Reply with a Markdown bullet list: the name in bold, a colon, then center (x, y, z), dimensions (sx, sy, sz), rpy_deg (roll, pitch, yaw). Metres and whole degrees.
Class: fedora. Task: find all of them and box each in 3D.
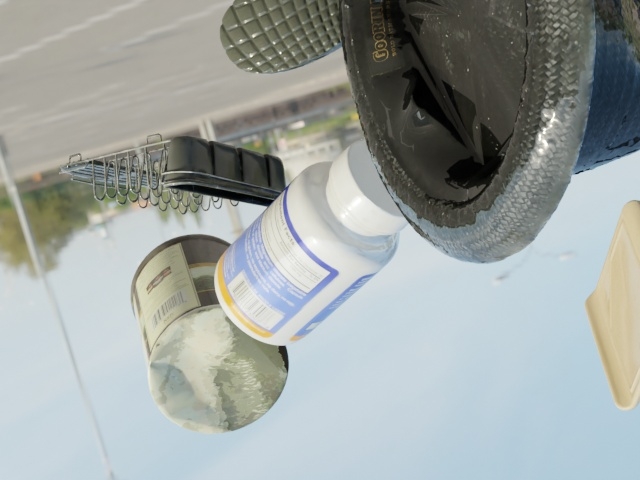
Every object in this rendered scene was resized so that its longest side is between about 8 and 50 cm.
- **fedora**: center (0.134, -0.152, 0.798), dimensions (0.152, 0.334, 0.334), rpy_deg (-6, -179, -21)

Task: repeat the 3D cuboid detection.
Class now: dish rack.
- **dish rack**: center (-0.196, -0.078, 1.564), dimensions (0.271, 0.074, 0.208), rpy_deg (-7, 168, 38)

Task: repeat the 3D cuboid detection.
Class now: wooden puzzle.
- **wooden puzzle**: center (0.460, 0.096, 1.759), dimensions (0.044, 0.221, 0.239), rpy_deg (0, 138, -9)

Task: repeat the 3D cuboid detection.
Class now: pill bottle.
- **pill bottle**: center (0.000, 0.000, 1.459), dimensions (0.152, 0.152, 0.272), rpy_deg (-22, 163, -50)

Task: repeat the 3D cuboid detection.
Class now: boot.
- **boot**: center (0.050, -0.200, 1.022), dimensions (0.246, 0.083, 0.161), rpy_deg (-26, 169, 17)

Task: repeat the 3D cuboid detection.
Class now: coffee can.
- **coffee can**: center (-0.172, 0.133, 1.799), dimensions (0.201, 0.202, 0.275), rpy_deg (-16, -155, -7)
